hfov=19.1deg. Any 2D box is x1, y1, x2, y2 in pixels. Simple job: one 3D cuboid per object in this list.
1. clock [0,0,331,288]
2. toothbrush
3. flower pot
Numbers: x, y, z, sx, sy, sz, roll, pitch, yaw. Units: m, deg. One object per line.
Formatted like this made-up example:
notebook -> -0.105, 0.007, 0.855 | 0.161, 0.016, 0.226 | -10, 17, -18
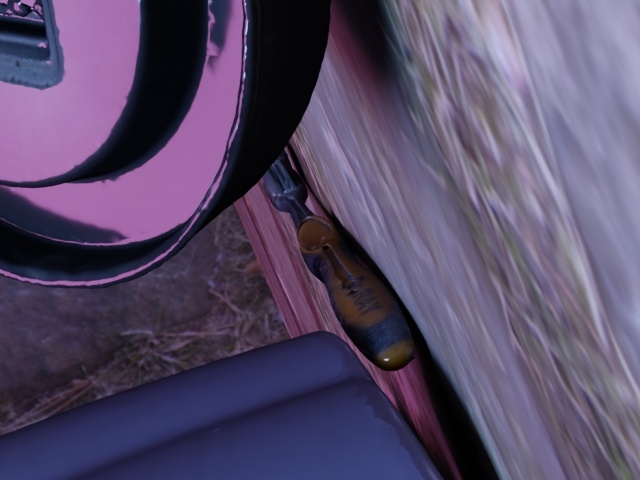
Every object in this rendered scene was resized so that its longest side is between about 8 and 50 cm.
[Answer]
clock -> -0.077, -0.078, 0.460 | 0.184, 0.040, 0.184 | 21, 127, 30
toothbrush -> 0.001, 0.002, 0.818 | 0.031, 0.023, 0.321 | 58, 180, -19
flower pot -> -0.050, 0.165, 0.679 | 0.265, 0.243, 0.265 | 56, 177, 4
